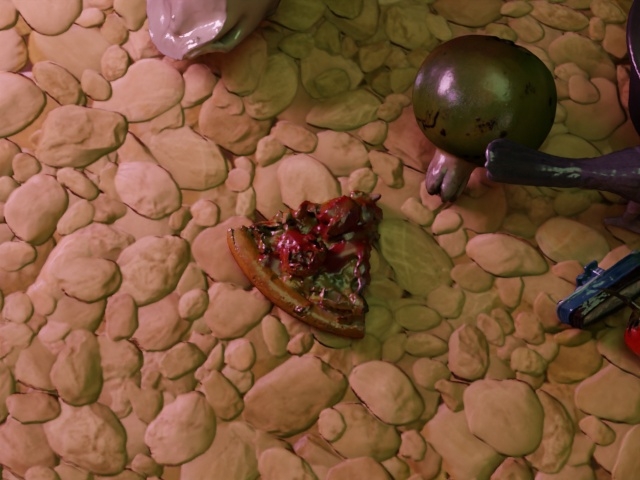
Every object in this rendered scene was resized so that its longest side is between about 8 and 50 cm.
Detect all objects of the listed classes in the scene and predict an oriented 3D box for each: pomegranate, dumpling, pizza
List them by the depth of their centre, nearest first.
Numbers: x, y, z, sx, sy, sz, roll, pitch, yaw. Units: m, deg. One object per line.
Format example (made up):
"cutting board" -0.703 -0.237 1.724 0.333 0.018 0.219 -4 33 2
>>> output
"pizza" 0.000 0.000 1.495 0.201 0.053 0.193 29 66 7
"pomegranate" 0.189 -0.143 1.534 0.179 0.180 0.210 21 97 3
"dumpling" -0.138 -0.333 1.592 0.193 0.147 0.258 7 67 31

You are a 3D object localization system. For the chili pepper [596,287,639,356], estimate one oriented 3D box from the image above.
"chili pepper" 0.397 0.101 1.470 0.192 0.084 0.086 31 40 -10

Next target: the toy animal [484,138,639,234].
"toy animal" 0.384 -0.069 1.494 0.366 0.206 0.081 0 71 12

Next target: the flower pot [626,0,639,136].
"flower pot" 0.483 -0.197 1.580 0.268 0.166 0.269 4 65 -9

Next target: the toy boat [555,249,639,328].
"toy boat" 0.336 0.053 1.510 0.137 0.060 0.061 -31 48 -13
